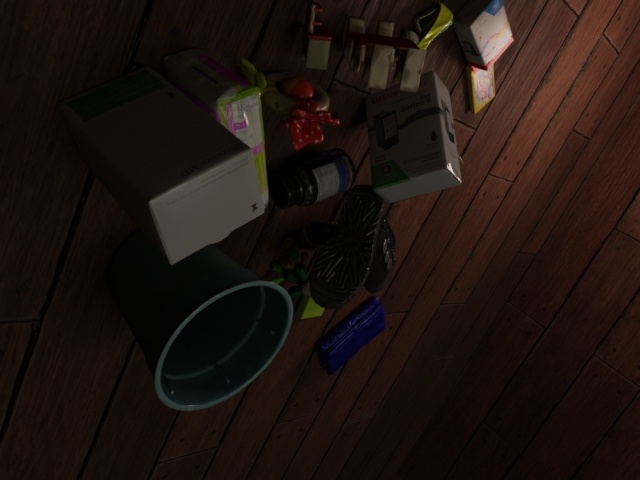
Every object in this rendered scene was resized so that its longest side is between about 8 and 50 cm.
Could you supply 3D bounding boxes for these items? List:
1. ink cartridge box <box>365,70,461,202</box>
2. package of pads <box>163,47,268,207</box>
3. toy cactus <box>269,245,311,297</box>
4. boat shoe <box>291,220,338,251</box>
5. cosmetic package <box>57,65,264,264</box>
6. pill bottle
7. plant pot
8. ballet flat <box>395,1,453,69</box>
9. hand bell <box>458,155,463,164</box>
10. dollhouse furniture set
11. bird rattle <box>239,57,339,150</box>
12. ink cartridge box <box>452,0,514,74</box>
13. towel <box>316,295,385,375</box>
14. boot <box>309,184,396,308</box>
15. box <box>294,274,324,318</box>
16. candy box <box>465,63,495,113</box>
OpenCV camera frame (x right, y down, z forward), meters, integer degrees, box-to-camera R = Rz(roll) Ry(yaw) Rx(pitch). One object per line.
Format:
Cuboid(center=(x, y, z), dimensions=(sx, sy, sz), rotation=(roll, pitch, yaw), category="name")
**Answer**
Cuboid(center=(0.240, -0.271, 1.517), dimensions=(0.211, 0.289, 0.121), rotation=(-15, 157, 29), category="ink cartridge box")
Cuboid(center=(-0.207, -0.210, 1.170), dimensions=(0.101, 0.229, 0.296), rotation=(-29, 140, -28), category="package of pads")
Cuboid(center=(-0.064, 0.116, 1.685), dimensions=(0.112, 0.180, 0.219), rotation=(-38, 153, -53), category="toy cactus")
Cuboid(center=(-0.002, -0.008, 1.728), dimensions=(0.095, 0.095, 0.257), rotation=(-24, 163, 26), category="boat shoe")
Cuboid(center=(-0.287, -0.147, 1.019), dimensions=(0.197, 0.365, 0.155), rotation=(-33, 142, -24), category="cosmetic package")
Cuboid(center=(-0.023, -0.161, 1.513), dimensions=(0.219, 0.123, 0.122), rotation=(-24, 137, -32), category="pill bottle")
Cuboid(center=(-0.297, 0.143, 1.301), dimensions=(0.341, 0.334, 0.341), rotation=(-28, 139, -28), category="plant pot")
Cuboid(center=(0.265, -0.549, 1.538), dimensions=(0.231, 0.077, 0.077), rotation=(-49, 124, -7), category="ballet flat")
Cuboid(center=(0.343, -0.222, 1.910), dimensions=(0.242, 0.126, 0.126), rotation=(-42, 146, 10), category="hand bell")
Cuboid(center=(0.093, -0.452, 1.286), dimensions=(0.259, 0.262, 0.135), rotation=(2, 123, -12), category="dollhouse furniture set")
Cuboid(center=(-0.061, -0.314, 1.246), dimensions=(0.207, 0.254, 0.143), rotation=(-48, 154, -50), category="bird rattle")
Cuboid(center=(0.490, -0.606, 1.698), dimensions=(0.134, 0.078, 0.231), rotation=(-49, 138, -2), category="ink cartridge box")
Cuboid(center=(0.129, 0.377, 2.214), dimensions=(0.308, 0.076, 0.227), rotation=(-37, 142, -18), category="towel")
Cuboid(center=(0.117, 0.076, 1.725), dimensions=(0.367, 0.146, 0.445), rotation=(-64, 164, -12), category="boot")
Cuboid(center=(-0.009, 0.175, 1.903), dimensions=(0.109, 0.042, 0.178), rotation=(-2, 122, -48), category="box")
Cuboid(center=(0.528, -0.523, 1.881), dimensions=(0.105, 0.027, 0.206), rotation=(-40, 144, -9), category="candy box")
